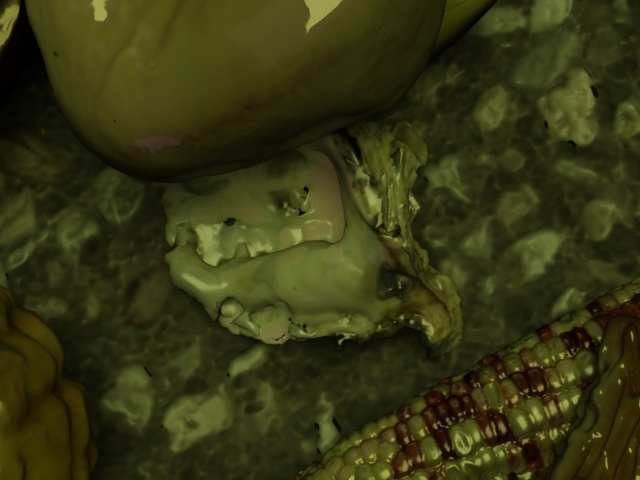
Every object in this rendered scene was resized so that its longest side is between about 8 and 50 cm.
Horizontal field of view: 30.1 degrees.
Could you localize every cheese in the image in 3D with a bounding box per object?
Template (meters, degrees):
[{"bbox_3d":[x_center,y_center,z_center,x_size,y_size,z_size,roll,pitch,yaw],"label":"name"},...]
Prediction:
[{"bbox_3d":[-0.051,-0.140,0.591,0.235,0.117,0.218,-44,77,9],"label":"cheese"}]

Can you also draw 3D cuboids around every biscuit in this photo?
[{"bbox_3d":[0.151,0.151,0.603,0.176,0.031,0.228,-18,110,-7],"label":"biscuit"}]

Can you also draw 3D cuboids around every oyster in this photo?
[{"bbox_3d":[0.000,0.000,0.675,0.163,0.081,0.191,-43,79,20],"label":"oyster"}]

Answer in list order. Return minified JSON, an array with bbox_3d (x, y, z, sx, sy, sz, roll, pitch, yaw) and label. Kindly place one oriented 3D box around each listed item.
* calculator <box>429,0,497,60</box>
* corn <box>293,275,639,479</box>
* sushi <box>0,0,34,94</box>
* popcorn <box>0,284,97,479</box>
[{"bbox_3d":[-0.025,-0.137,0.679,0.237,0.033,0.157,-28,103,12],"label":"calculator"},{"bbox_3d":[0.108,0.099,0.640,0.253,0.086,0.086,-26,79,-4],"label":"corn"},{"bbox_3d":[-0.212,-0.177,0.654,0.167,0.179,0.296,24,79,18],"label":"sushi"},{"bbox_3d":[-0.236,0.103,0.595,0.250,0.190,0.250,1,74,-4],"label":"popcorn"}]
